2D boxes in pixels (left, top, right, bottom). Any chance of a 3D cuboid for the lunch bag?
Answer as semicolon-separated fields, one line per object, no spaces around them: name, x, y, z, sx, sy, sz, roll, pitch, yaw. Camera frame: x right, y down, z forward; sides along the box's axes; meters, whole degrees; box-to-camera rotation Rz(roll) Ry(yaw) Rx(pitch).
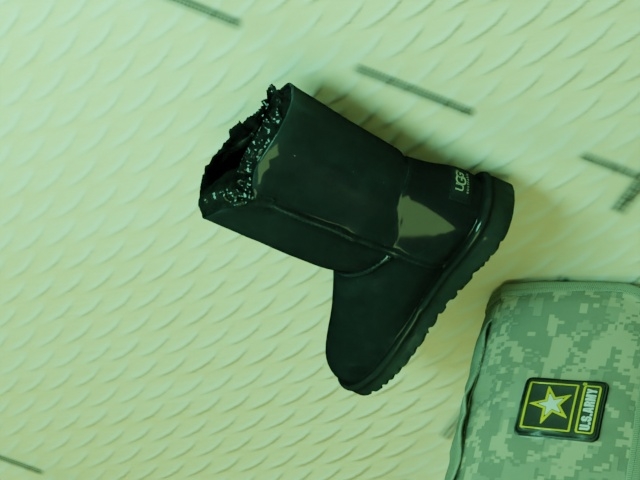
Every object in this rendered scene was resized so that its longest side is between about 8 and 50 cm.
lunch bag;0.236;0.174;1.403;0.287;0.235;0.169;21;147;-8

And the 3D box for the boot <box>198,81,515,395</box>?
boot;0.000;0.000;1.378;0.207;0.094;0.246;22;135;-15
